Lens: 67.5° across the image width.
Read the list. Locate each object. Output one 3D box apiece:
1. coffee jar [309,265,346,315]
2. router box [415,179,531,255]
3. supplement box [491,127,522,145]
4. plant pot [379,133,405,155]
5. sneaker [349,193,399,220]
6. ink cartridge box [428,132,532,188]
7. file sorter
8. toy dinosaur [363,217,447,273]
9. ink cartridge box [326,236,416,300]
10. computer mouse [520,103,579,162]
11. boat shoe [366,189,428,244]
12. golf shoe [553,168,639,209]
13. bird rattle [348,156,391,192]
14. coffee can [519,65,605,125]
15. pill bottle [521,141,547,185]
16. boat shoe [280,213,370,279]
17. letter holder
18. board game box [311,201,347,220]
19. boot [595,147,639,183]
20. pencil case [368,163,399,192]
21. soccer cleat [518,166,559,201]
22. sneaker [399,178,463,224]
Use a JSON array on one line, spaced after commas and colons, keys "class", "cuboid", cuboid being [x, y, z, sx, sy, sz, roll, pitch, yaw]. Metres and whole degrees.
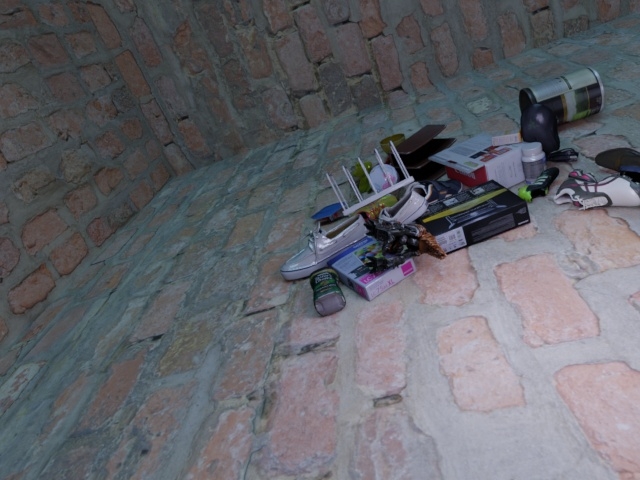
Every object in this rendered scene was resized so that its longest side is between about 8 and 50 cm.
[{"class": "coffee jar", "cuboid": [0.019, 0.153, 1.510, 0.096, 0.079, 0.184, -22, 24, 2]}, {"class": "router box", "cuboid": [0.487, -0.080, 1.585, 0.308, 0.081, 0.243, -21, 24, 4]}, {"class": "supplement box", "cuboid": [0.687, -0.380, 1.763, 0.098, 0.036, 0.062, -3, 28, 30]}, {"class": "plant pot", "cuboid": [0.382, -0.480, 2.468, 0.134, 0.095, 0.134, -19, 24, 9]}, {"class": "sneaker", "cuboid": [0.215, -0.116, 1.910, 0.208, 0.082, 0.094, -20, 32, 19]}, {"class": "ink cartridge box", "cuboid": [0.610, -0.289, 1.842, 0.271, 0.130, 0.309, -24, 24, -7]}, {"class": "file sorter", "cuboid": [0.183, -0.231, 1.786, 0.277, 0.173, 0.193, -26, 1, 9]}, {"class": "toy dinosaur", "cuboid": [0.251, -0.006, 1.441, 0.218, 0.165, 0.322, -12, -2, -26]}, {"class": "ink cartridge box", "cuboid": [0.148, 0.079, 1.580, 0.185, 0.065, 0.311, -30, 24, -17]}, {"class": "computer mouse", "cuboid": [0.794, -0.365, 1.712, 0.188, 0.272, 0.072, 10, 59, 47]}, {"class": "boat shoe", "cuboid": [0.247, -0.076, 1.667, 0.267, 0.088, 0.096, -37, 25, 35]}, {"class": "golf shoe", "cuboid": [0.820, -0.129, 1.410, 0.120, 0.105, 0.273, -42, 21, -4]}, {"class": "bird rattle", "cuboid": [0.238, -0.332, 2.266, 0.253, 0.143, 0.206, -36, 11, -33]}, {"class": "coffee can", "cuboid": [1.015, -0.591, 2.029, 0.275, 0.202, 0.202, -17, 25, 12]}, {"class": "pill bottle", "cuboid": [0.748, -0.268, 1.676, 0.078, 0.137, 0.078, -18, 25, 9]}, {"class": "boat shoe", "cuboid": [0.004, 0.002, 1.736, 0.366, 0.157, 0.136, -25, 24, -7]}, {"class": "letter holder", "cuboid": [0.488, -0.388, 2.131, 0.301, 0.152, 0.214, -38, 30, -30]}, {"class": "board game box", "cuboid": [0.041, -0.118, 2.102, 0.133, 0.033, 0.168, -5, 24, 44]}, {"class": "boot", "cuboid": [0.951, -0.234, 1.504, 0.106, 0.082, 0.219, -31, 27, -23]}, {"class": "pencil case", "cuboid": [0.266, -0.260, 2.008, 0.124, 0.114, 0.273, -36, 0, 11]}, {"class": "soccer cleat", "cuboid": [0.748, -0.184, 1.615, 0.178, 0.060, 0.072, -34, 36, -10]}, {"class": "sneaker", "cuboid": [0.417, -0.174, 1.787, 0.321, 0.128, 0.126, -36, 26, -30]}]
